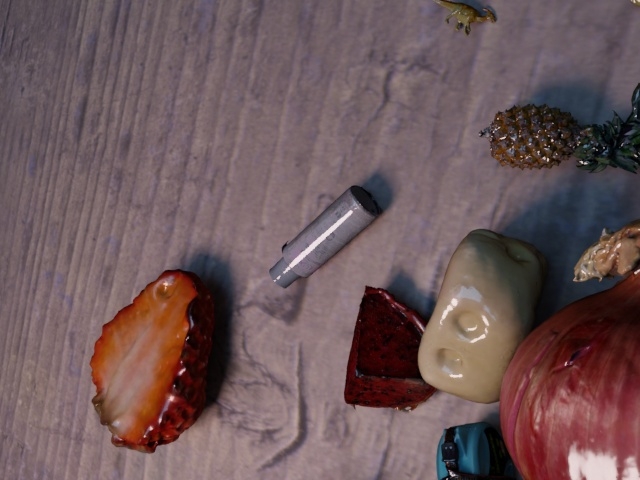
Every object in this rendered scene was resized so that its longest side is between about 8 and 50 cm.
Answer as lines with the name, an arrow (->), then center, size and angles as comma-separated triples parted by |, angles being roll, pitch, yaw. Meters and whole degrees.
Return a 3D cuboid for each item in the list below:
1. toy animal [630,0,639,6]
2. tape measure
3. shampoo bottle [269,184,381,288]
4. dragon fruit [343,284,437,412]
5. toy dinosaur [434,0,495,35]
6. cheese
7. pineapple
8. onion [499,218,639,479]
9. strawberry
toy animal -> 0.464, -0.318, 0.667 | 0.218, 0.103, 0.101 | -41, 84, 25
tape measure -> 0.200, 0.298, 0.782 | 0.081, 0.146, 0.125 | -21, 58, 31
shampoo bottle -> 0.000, 0.000, 0.987 | 0.214, 0.072, 0.072 | -42, 65, 26
dragon fruit -> 0.102, 0.161, 0.904 | 0.127, 0.120, 0.161 | 108, 169, -59
toy dinosaur -> 0.198, -0.326, 0.888 | 0.113, 0.026, 0.041 | 25, 95, 25
cheese -> 0.207, 0.087, 0.760 | 0.117, 0.235, 0.218 | 19, 59, 19
pineapple -> 0.306, -0.135, 0.763 | 0.221, 0.083, 0.103 | 7, 92, 34
onion -> 0.343, 0.178, 0.566 | 0.353, 0.353, 0.354 | -3, 85, 36
strawberry -> -0.284, 0.222, 1.142 | 0.265, 0.149, 0.336 | 32, 95, 40
